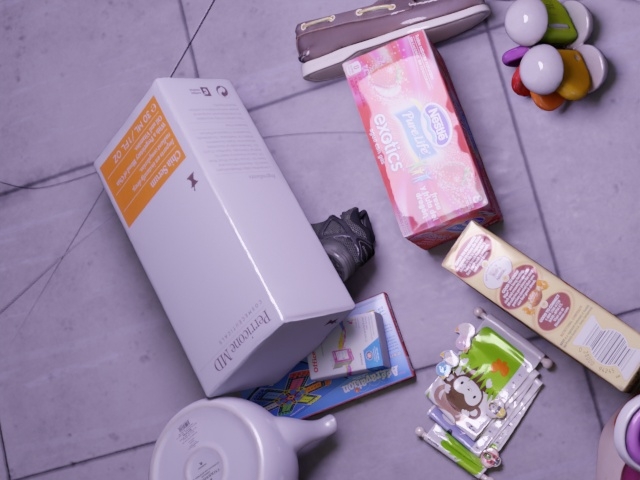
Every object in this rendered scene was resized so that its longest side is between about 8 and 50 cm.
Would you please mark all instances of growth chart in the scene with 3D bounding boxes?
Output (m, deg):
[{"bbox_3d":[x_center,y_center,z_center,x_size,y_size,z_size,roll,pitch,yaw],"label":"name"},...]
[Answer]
[{"bbox_3d":[0.248,0.238,1.960,0.172,0.021,0.237,28,90,20],"label":"growth chart"}]

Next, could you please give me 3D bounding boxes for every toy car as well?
[{"bbox_3d":[0.344,-0.288,1.955,0.136,0.159,0.182,-29,72,49],"label":"toy car"}]

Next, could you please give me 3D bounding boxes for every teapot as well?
[{"bbox_3d":[-0.133,0.371,1.970,0.256,0.187,0.253,6,78,31],"label":"teapot"}]

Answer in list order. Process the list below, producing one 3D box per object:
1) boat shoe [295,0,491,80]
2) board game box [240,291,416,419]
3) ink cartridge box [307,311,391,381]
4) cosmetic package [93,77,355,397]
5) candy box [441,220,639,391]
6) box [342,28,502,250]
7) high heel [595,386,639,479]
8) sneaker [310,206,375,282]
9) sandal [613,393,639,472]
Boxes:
[{"bbox_3d":[0.111,-0.350,2.038,0.324,0.116,0.097,-17,81,20],"label":"boat shoe"},{"bbox_3d":[0.000,0.200,2.036,0.281,0.027,0.145,-22,75,13],"label":"board game box"},{"bbox_3d":[0.040,0.168,1.987,0.122,0.052,0.089,-13,78,16],"label":"ink cartridge box"},{"bbox_3d":[-0.161,-0.012,1.983,0.230,0.161,0.453,-46,64,37],"label":"cosmetic package"},{"bbox_3d":[0.342,0.101,1.864,0.316,0.183,0.088,36,93,18],"label":"candy box"},{"bbox_3d":[0.161,-0.152,1.973,0.142,0.154,0.300,-22,75,13],"label":"box"},{"bbox_3d":[0.482,0.363,1.850,0.181,0.127,0.377,36,88,-13],"label":"high heel"},{"bbox_3d":[0.000,0.000,2.040,0.227,0.130,0.087,11,124,45],"label":"sneaker"},{"bbox_3d":[0.612,0.310,1.736,0.416,0.102,0.170,7,93,-3],"label":"sandal"}]
